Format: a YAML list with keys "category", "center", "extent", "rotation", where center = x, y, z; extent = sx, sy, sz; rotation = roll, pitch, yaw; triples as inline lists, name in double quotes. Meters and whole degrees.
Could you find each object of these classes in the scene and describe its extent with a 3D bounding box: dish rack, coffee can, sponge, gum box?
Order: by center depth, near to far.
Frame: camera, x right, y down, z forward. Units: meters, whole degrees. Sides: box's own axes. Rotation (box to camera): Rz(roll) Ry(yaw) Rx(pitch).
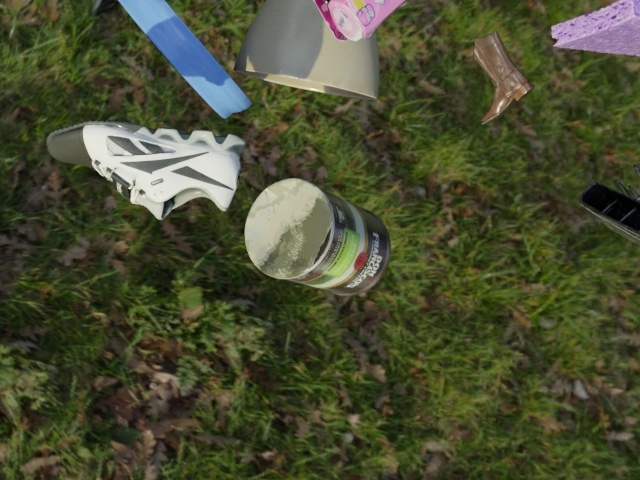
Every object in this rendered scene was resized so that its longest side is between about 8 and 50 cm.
- category: "gum box"
  center: [0.028, -0.332, 0.870]
  extent: [0.107, 0.062, 0.188]
  rotation: [-46, 119, -20]
- category: "sponge"
  center: [0.408, -0.266, 0.959]
  extent: [0.210, 0.117, 0.031]
  rotation: [-4, 87, -31]
- category: "dish rack"
  center: [0.493, -0.091, 0.978]
  extent: [0.271, 0.208, 0.074]
  rotation: [-40, 108, 6]
- category: "coffee can"
  center: [0.000, 0.000, 1.590]
  extent: [0.275, 0.201, 0.201]
  rotation: [20, 77, -59]

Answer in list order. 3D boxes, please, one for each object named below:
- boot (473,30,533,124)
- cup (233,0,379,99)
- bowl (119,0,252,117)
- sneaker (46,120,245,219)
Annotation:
- category: "boot"
  center: [0.259, -0.249, 1.169]
  extent: [0.037, 0.106, 0.114]
  rotation: [-25, 78, -48]
- category: "cup"
  center: [-0.012, -0.463, 1.702]
  extent: [0.331, 0.331, 0.237]
  rotation: [7, 98, -31]
- category: "bowl"
  center: [-0.306, -0.428, 1.673]
  extent: [0.077, 0.391, 0.391]
  rotation: [-40, 111, 3]
- category: "sneaker"
  center: [-0.298, -0.112, 1.258]
  extent: [0.330, 0.122, 0.146]
  rotation: [5, 81, 5]
